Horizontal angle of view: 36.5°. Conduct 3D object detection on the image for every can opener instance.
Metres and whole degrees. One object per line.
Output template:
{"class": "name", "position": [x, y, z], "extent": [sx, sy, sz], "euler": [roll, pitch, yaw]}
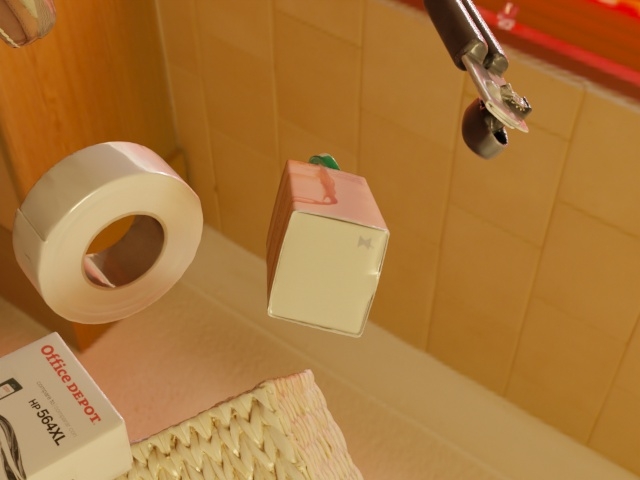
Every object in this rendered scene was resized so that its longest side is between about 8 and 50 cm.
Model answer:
{"class": "can opener", "position": [0.178, -0.211, 1.202], "extent": [0.076, 0.095, 0.283], "euler": [25, -149, -33]}

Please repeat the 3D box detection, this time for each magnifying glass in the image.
{"class": "magnifying glass", "position": [0.014, -0.035, 1.552], "extent": [0.026, 0.231, 0.092], "euler": [-24, -140, -22]}

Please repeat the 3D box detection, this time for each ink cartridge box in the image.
{"class": "ink cartridge box", "position": [-0.308, 0.199, 0.941], "extent": [0.203, 0.085, 0.148], "euler": [-28, -128, -28]}

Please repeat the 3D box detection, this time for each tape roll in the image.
{"class": "tape roll", "position": [-0.328, -0.009, 1.516], "extent": [0.286, 0.286, 0.100], "euler": [-29, -128, -22]}

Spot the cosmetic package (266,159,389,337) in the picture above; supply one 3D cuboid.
{"class": "cosmetic package", "position": [0.000, 0.000, 1.334], "extent": [0.129, 0.153, 0.296], "euler": [13, -166, -8]}

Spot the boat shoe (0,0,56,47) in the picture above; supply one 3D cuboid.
{"class": "boat shoe", "position": [-0.302, -0.242, 0.611], "extent": [0.116, 0.324, 0.123], "euler": [-36, -146, 7]}

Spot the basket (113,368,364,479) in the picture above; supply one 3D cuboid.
{"class": "basket", "position": [-0.086, 0.361, 1.217], "extent": [0.267, 0.328, 0.331], "euler": [-26, -99, 6]}
